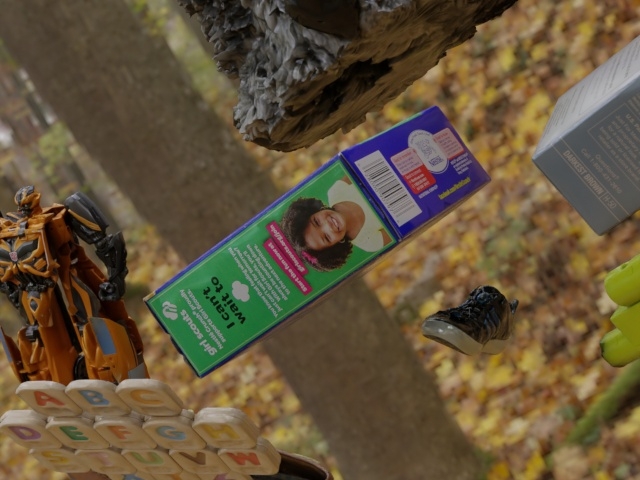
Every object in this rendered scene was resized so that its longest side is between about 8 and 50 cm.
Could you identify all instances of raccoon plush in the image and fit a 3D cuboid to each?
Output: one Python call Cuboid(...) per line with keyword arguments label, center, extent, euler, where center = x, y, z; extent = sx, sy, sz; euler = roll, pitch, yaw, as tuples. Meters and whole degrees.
Cuboid(label="raccoon plush", center=(0.003, -0.260, 1.100), extent=(0.446, 0.299, 0.216), euler=(-26, -15, -39))

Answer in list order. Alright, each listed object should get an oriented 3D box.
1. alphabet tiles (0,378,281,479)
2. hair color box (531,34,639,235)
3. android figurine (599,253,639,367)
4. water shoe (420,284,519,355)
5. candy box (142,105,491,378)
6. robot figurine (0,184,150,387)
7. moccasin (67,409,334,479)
Cuboid(label="alphabet tiles", center=(-0.193, 0.218, 1.550), extent=(0.284, 0.278, 0.021), euler=(-3, 58, 19))
Cuboid(label="hair color box", center=(0.393, -0.179, 1.403), extent=(0.374, 0.113, 0.185), euler=(-39, 8, 29))
Cuboid(label="android figurine", center=(0.414, 0.102, 1.490), extent=(0.056, 0.248, 0.273), euler=(-46, 5, -36))
Cuboid(label="water shoe", center=(0.176, 0.087, 1.692), extent=(0.073, 0.080, 0.203), euler=(23, 5, 22))
Cuboid(label="candy box", center=(0.000, 0.000, 1.625), extent=(0.317, 0.122, 0.268), euler=(-37, -4, 31))
Cuboid(label="robot figurine", center=(-0.291, 0.081, 1.621), extent=(0.211, 0.291, 0.085), euler=(-8, 18, 33))
Cuboid(label="moccasin", center=(-0.162, 0.294, 1.859), extent=(0.380, 0.147, 0.139), euler=(16, 40, 20))
